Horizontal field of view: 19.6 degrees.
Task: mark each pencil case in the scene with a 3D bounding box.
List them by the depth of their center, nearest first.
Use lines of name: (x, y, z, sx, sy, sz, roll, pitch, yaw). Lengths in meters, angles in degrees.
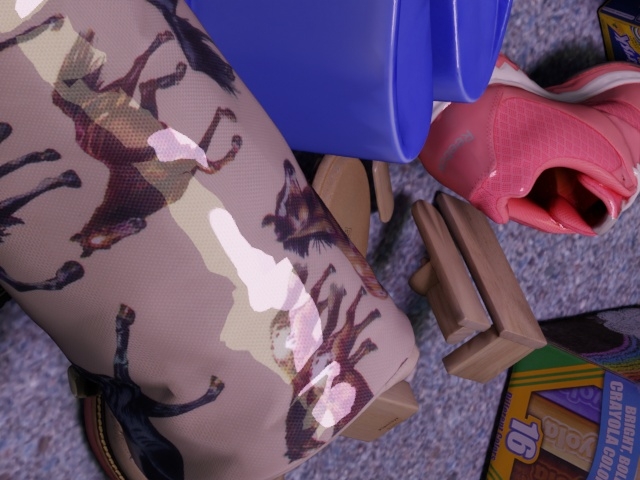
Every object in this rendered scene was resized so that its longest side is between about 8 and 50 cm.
pencil case: (-0.129, -0.048, 0.914, 0.183, 0.160, 0.410, -27, 117, 20)

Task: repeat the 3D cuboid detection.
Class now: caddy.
caddy: (0.004, -0.205, 1.048, 0.241, 0.179, 0.341, -43, 142, -58)

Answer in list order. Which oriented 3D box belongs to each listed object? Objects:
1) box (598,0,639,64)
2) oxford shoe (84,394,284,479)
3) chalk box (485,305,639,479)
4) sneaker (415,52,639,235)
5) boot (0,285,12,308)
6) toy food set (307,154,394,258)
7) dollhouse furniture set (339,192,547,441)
box: (0.293, -0.199, 1.450, 0.169, 0.054, 0.059, -43, 137, -23)
oxford shoe: (-0.072, 0.092, 1.158, 0.123, 0.130, 0.348, -39, 135, -26)
chalk box: (0.303, 0.192, 1.493, 0.180, 0.289, 0.179, -6, 115, -45)
sneaker: (0.183, -0.049, 1.332, 0.314, 0.136, 0.116, 1, 135, -44)
boot: (-0.208, 0.001, 1.031, 0.121, 0.045, 0.099, -49, 139, -10)
toy food set: (0.000, 0.000, 1.223, 0.132, 0.038, 0.192, 80, 24, -43)
dollhouse furniture set: (0.046, 0.051, 1.345, 0.151, 0.123, 0.144, -37, 147, 25)
